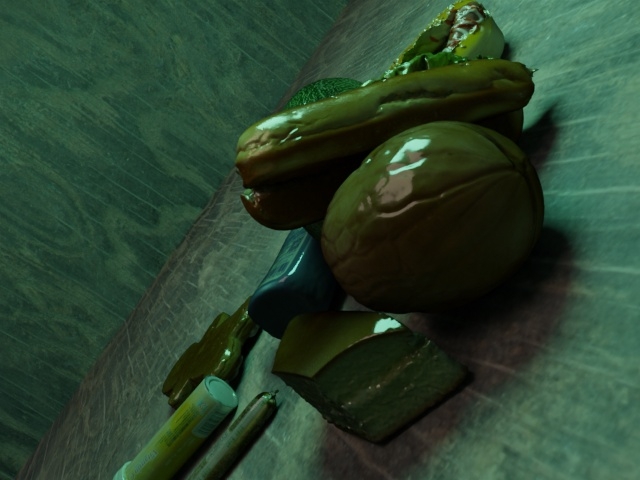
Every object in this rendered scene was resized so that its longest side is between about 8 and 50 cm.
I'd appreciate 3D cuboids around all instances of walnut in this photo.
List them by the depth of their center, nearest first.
[{"bbox_3d":[0.095,-0.017,0.615,0.207,0.167,0.167,-32,27,46],"label":"walnut"}]

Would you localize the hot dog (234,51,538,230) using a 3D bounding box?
[{"bbox_3d":[0.074,-0.112,0.713,0.337,0.135,0.100,-20,50,-12],"label":"hot dog"}]

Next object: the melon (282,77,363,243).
[{"bbox_3d":[0.031,-0.103,0.885,0.182,0.182,0.288,-45,40,28],"label":"melon"}]

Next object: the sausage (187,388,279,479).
[{"bbox_3d":[-0.136,0.288,0.876,0.269,0.032,0.033,-52,16,7],"label":"sausage"}]

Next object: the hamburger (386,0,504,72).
[{"bbox_3d":[0.162,-0.242,0.976,0.210,0.116,0.173,-51,13,10],"label":"hamburger"}]

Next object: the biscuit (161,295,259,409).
[{"bbox_3d":[-0.189,0.202,1.184,0.301,0.049,0.197,-36,20,48],"label":"biscuit"}]

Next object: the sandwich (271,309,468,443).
[{"bbox_3d":[0.025,0.119,0.654,0.096,0.094,0.258,-54,14,-18],"label":"sandwich"}]

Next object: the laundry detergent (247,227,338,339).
[{"bbox_3d":[0.000,0.000,1.000,0.143,0.094,0.290,-47,12,50],"label":"laundry detergent"}]

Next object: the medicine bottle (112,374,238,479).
[{"bbox_3d":[-0.210,0.295,1.014,0.218,0.074,0.074,-48,16,12],"label":"medicine bottle"}]
